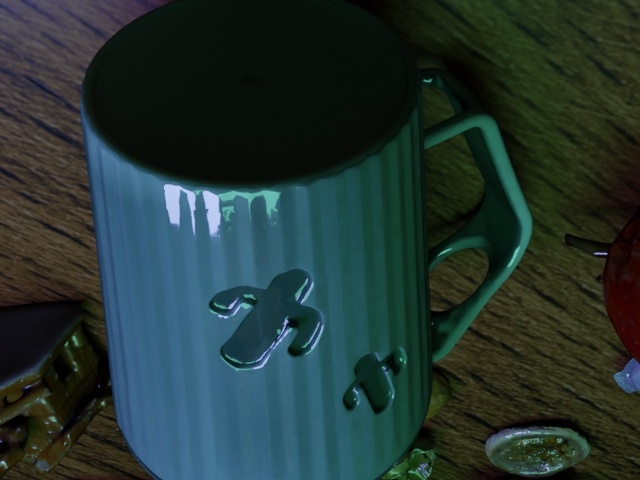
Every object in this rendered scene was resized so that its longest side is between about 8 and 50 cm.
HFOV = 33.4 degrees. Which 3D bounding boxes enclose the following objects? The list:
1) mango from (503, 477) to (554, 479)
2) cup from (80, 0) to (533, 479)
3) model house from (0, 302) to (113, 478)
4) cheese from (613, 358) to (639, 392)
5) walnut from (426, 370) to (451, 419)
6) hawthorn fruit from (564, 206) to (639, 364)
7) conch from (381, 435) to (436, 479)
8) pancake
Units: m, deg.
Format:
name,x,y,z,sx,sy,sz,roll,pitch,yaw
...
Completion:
name,x,y,z,sx,sy,sz,roll,pitch,yaw
mango,0.288,0.366,1.474,0.159,0.105,0.084,15,110,10
cup,-0.021,-0.009,0.959,0.310,0.401,0.392,28,141,26
model house,-0.366,0.207,1.279,0.219,0.199,0.229,1,137,23
cheese,0.435,0.140,1.233,0.190,0.042,0.105,-24,133,27
walnut,0.104,0.195,1.321,0.121,0.052,0.091,15,142,-9
hawthorn fruit,0.355,0.037,0.996,0.266,0.230,0.210,8,135,31
conch,0.113,0.292,1.416,0.089,0.074,0.121,-15,134,17
pancake,0.290,0.280,1.425,0.139,0.022,0.139,3,141,2
